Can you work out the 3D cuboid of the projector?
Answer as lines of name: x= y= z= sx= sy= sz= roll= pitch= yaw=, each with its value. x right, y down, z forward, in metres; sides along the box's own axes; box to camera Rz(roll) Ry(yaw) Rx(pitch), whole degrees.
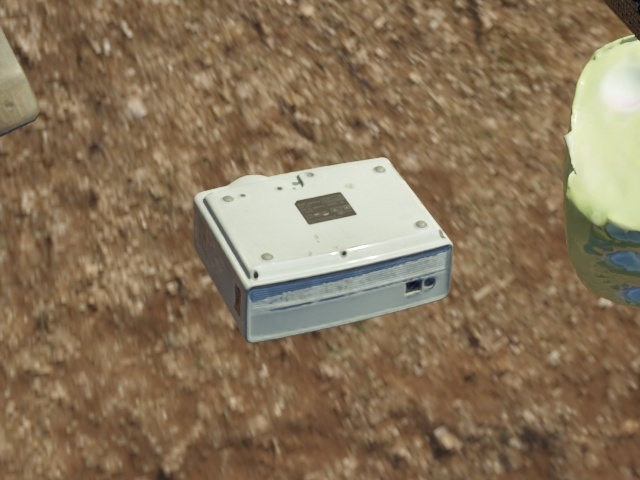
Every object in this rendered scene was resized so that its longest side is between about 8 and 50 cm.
projector: x=0.000 y=0.000 z=1.123 sx=0.147 sy=0.115 sz=0.061 roll=-12 pitch=128 yaw=-19

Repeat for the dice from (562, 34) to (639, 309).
dice: x=0.404 y=-0.069 z=1.777 sx=0.250 sy=0.251 sz=0.254 roll=2 pitch=158 yaw=21

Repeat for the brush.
brush: x=-0.196 y=-0.143 z=0.853 sx=0.034 sy=0.027 sz=0.190 roll=-24 pitch=101 yaw=-7

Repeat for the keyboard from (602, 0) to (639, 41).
keyboard: x=0.231 y=-0.147 z=1.168 sx=0.015 sy=0.196 sz=0.074 roll=-34 pitch=157 yaw=-6
